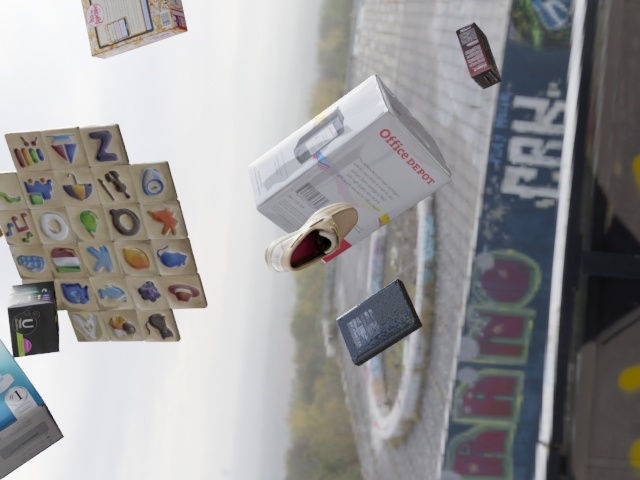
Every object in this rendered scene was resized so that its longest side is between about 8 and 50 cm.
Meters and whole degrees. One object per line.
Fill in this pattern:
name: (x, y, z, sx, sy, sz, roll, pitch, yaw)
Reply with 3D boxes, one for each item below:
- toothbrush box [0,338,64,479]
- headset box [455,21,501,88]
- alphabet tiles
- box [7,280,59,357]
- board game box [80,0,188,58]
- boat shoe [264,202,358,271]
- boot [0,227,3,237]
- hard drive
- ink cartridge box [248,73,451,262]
toothbrush box: (-0.578, 0.241, 1.381, 0.295, 0.216, 0.126, 42, 154, 28)
headset box: (0.224, -0.256, 1.249, 0.062, 0.032, 0.083, 17, -126, -61)
alphabet tiles: (-0.316, 0.001, 1.248, 0.011, 0.285, 0.343, -66, -31, -58)
box: (-0.327, 0.089, 1.010, 0.083, 0.052, 0.062, -138, 43, -67)
board game box: (-0.351, -0.435, 1.642, 0.045, 0.193, 0.147, -11, -90, -67)
boat shoe: (0.000, 0.000, 1.276, 0.059, 0.170, 0.063, 14, 130, 49)
boot: (-0.766, -0.077, 1.778, 0.211, 0.295, 0.104, -32, 47, 45)
hard drive: (0.098, 0.139, 1.499, 0.022, 0.135, 0.094, 30, -149, -50)
ink cartridge box: (0.053, -0.125, 1.644, 0.226, 0.306, 0.131, 40, -157, -40)
